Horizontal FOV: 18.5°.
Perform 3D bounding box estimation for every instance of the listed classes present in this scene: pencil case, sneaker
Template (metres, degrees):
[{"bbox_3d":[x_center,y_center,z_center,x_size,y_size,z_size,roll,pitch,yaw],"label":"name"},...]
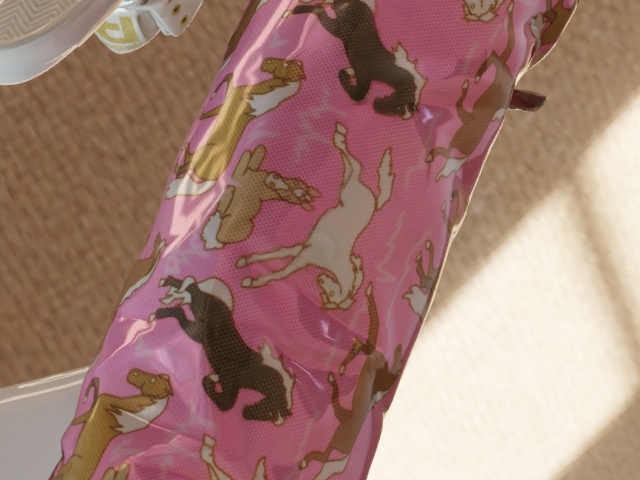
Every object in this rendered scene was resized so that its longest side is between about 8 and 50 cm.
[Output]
[{"bbox_3d":[0.000,0.000,0.974,0.167,0.160,0.386,27,71,-9],"label":"pencil case"},{"bbox_3d":[-0.126,-0.156,1.178,0.169,0.108,0.292,88,22,-48],"label":"sneaker"}]

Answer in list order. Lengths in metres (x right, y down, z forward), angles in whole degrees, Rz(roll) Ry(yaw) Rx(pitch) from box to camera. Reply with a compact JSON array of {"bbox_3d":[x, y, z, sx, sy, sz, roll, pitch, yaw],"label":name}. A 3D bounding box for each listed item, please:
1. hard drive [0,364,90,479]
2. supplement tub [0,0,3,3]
[{"bbox_3d":[-0.236,0.217,1.176,0.353,0.233,0.047,-15,159,5],"label":"hard drive"},{"bbox_3d":[-0.166,-0.180,0.864,0.200,0.144,0.144,-52,144,-39],"label":"supplement tub"}]
